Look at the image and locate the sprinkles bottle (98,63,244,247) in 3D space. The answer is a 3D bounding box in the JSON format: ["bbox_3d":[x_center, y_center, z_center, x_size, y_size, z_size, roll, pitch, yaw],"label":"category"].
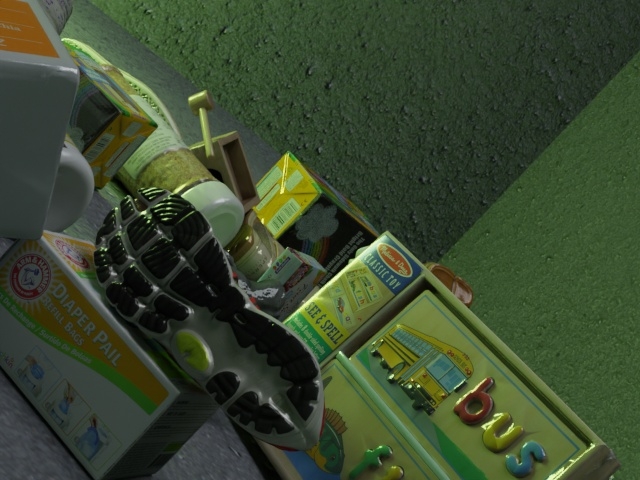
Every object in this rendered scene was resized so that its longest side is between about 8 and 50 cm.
[{"bbox_3d":[-0.264,-0.126,1.874,0.355,0.121,0.121,47,8,27],"label":"sprinkles bottle"}]

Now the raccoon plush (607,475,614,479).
[{"bbox_3d":[0.236,0.300,1.473,0.299,0.216,0.446,39,-16,-1],"label":"raccoon plush"}]

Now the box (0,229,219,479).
[{"bbox_3d":[-0.196,0.096,1.049,0.203,0.103,0.114,46,7,18],"label":"box"}]

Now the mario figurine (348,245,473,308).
[{"bbox_3d":[0.039,0.135,1.531,0.170,0.320,0.198,48,49,-10],"label":"mario figurine"}]

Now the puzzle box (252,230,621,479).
[{"bbox_3d":[0.083,0.187,1.275,0.409,0.272,0.052,46,-4,47],"label":"puzzle box"}]

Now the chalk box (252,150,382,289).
[{"bbox_3d":[0.000,0.000,2.353,0.289,0.180,0.179,39,9,-38],"label":"chalk box"}]

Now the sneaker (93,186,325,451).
[{"bbox_3d":[-0.095,0.075,1.031,0.279,0.107,0.118,50,-9,25],"label":"sneaker"}]

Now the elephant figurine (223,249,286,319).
[{"bbox_3d":[-0.153,0.070,1.372,0.169,0.186,0.239,-11,24,-25],"label":"elephant figurine"}]

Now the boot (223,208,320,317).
[{"bbox_3d":[-0.074,0.054,1.980,0.203,0.095,0.262,45,1,-13],"label":"boot"}]

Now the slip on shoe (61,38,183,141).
[{"bbox_3d":[-0.342,-0.223,2.070,0.331,0.123,0.101,41,2,24],"label":"slip on shoe"}]

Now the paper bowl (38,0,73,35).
[{"bbox_3d":[-0.451,-0.287,1.442,0.284,0.148,0.284,21,-18,7],"label":"paper bowl"}]

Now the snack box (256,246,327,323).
[{"bbox_3d":[-0.063,0.079,1.707,0.037,0.141,0.100,45,8,20],"label":"snack box"}]

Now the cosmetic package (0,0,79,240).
[{"bbox_3d":[-0.388,-0.185,1.087,0.230,0.162,0.453,4,28,-30],"label":"cosmetic package"}]

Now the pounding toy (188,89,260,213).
[{"bbox_3d":[-0.190,-0.132,1.961,0.181,0.094,0.206,-49,122,-74],"label":"pounding toy"}]

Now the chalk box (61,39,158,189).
[{"bbox_3d":[-0.361,-0.194,1.710,0.213,0.132,0.132,46,8,15],"label":"chalk box"}]

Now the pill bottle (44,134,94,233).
[{"bbox_3d":[-0.344,-0.105,1.354,0.117,0.117,0.215,34,12,-51],"label":"pill bottle"}]
